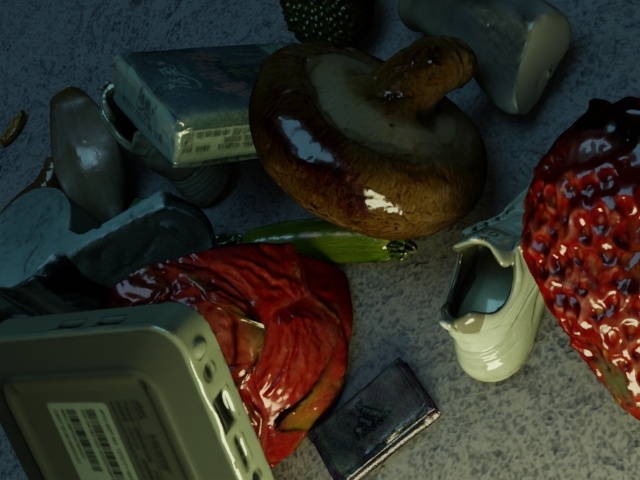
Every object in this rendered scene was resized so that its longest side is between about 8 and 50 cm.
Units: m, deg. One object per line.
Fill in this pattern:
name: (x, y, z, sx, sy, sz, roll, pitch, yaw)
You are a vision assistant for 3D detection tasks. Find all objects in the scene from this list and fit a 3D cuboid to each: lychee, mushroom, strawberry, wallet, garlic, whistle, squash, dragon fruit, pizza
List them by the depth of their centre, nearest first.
strawberry: (0.353, 0.016, 1.402, 0.292, 0.292, 0.309, 34, 101, 44)
wallet: (0.068, 0.238, 1.618, 0.166, 0.030, 0.111, -40, 41, 5)
dragon fruit: (-0.144, 0.146, 1.677, 0.240, 0.330, 0.302, -31, 45, 45)
mushroom: (0.063, -0.134, 1.690, 0.345, 0.239, 0.345, -5, 28, 3)
squash: (0.001, 0.001, 1.788, 0.319, 0.080, 0.071, -1, 76, 27)
mushroom: (0.221, -0.306, 1.812, 0.159, 0.122, 0.329, -43, 44, -9)
whistle: (-0.363, 0.031, 1.971, 0.405, 0.168, 0.188, -2, 59, 35)
lychee: (0.012, -0.372, 1.989, 0.171, 0.171, 0.171, -19, 52, 25)
garlic: (-0.405, -0.156, 2.148, 0.112, 0.143, 0.318, -6, 46, -18)
pizza: (-0.590, -0.215, 2.409, 0.037, 0.016, 0.083, 24, 81, 42)

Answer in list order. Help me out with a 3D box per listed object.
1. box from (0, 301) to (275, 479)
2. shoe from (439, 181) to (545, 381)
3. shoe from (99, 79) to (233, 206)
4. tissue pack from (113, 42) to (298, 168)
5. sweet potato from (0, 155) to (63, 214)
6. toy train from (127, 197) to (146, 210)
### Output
box: (-0.247, 0.261, 1.611, 0.373, 0.367, 0.090, -7, 25, 34)
shoe: (0.235, 0.011, 1.562, 0.124, 0.159, 0.316, 13, 72, 42)
shoe: (-0.285, -0.209, 2.047, 0.132, 0.210, 0.342, -45, 45, 2)
tissue pack: (-0.125, -0.214, 1.886, 0.228, 0.316, 0.103, 46, 136, 45)
sweet potato: (-0.550, 0.013, 2.171, 0.109, 0.109, 0.385, 2, 57, 37)
toy train: (-0.280, -0.043, 2.053, 0.083, 0.033, 0.053, 1, 51, 33)
